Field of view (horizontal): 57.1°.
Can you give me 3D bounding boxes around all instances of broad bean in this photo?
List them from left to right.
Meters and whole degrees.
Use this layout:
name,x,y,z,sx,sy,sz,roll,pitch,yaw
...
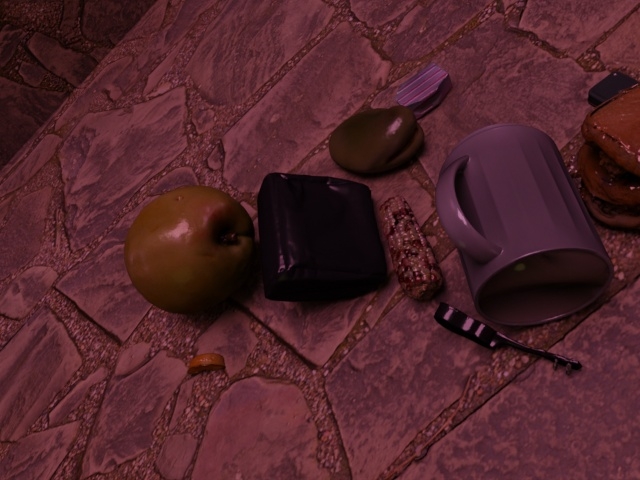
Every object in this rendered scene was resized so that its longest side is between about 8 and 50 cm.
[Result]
name,x,y,z,sx,sy,sz,roll,pitch,yaw
broad bean,0.133,-0.249,1.473,0.263,0.121,0.189,4,65,49

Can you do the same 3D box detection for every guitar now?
name,x,y,z,sx,sy,sz,roll,pitch,yaw
guitar,0.334,0.185,1.073,0.271,0.084,0.038,22,77,31

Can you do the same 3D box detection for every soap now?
name,x,y,z,sx,sy,sz,roll,pitch,yaw
soap,0.263,-0.380,1.513,0.149,0.056,0.100,-36,46,2

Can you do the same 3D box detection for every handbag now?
name,x,y,z,sx,sy,sz,roll,pitch,yaw
handbag,-0.002,0.002,1.341,0.178,0.275,0.301,120,149,-46

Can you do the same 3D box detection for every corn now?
name,x,y,z,sx,sy,sz,roll,pitch,yaw
corn,0.185,0.007,1.262,0.092,0.092,0.280,-25,48,12

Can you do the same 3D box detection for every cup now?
name,x,y,z,sx,sy,sz,roll,pitch,yaw
cup,0.327,-0.051,1.070,0.237,0.323,0.326,-44,38,38

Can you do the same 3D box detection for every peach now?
name,x,y,z,sx,sy,sz,roll,pitch,yaw
peach,-0.307,0.029,1.398,0.316,0.314,0.281,-21,66,21

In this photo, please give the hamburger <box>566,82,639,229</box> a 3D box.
name,x,y,z,sx,sy,sz,roll,pitch,yaw
hamburger,0.585,-0.159,1.071,0.261,0.211,0.245,-2,53,25

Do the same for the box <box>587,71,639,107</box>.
name,x,y,z,sx,sy,sz,roll,pitch,yaw
box,0.646,-0.310,1.262,0.091,0.031,0.126,-36,47,2

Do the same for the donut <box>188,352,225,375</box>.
name,x,y,z,sx,sy,sz,roll,pitch,yaw
donut,-0.268,0.287,1.365,0.083,0.067,0.037,-40,46,44
